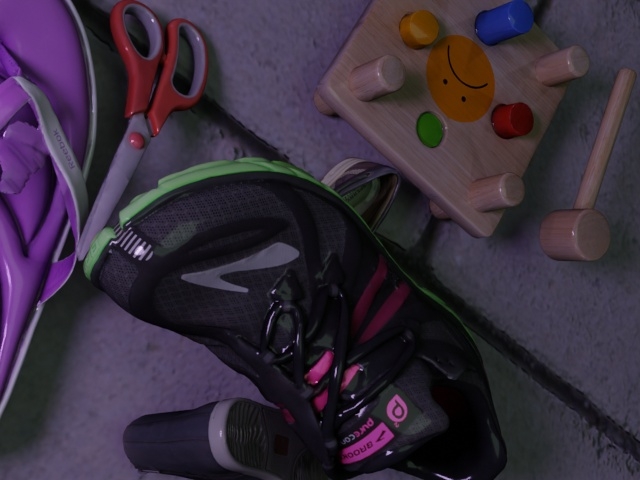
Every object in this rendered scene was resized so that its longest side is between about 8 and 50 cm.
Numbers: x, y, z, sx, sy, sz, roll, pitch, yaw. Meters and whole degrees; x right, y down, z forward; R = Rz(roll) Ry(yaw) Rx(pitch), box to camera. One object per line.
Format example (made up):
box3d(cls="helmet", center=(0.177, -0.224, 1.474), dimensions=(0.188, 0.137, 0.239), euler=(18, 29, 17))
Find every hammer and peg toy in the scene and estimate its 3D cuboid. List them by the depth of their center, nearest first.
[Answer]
box3d(cls="hammer and peg toy", center=(0.185, -0.146, 1.086), dimensions=(0.361, 0.127, 0.266), euler=(39, 66, -22))

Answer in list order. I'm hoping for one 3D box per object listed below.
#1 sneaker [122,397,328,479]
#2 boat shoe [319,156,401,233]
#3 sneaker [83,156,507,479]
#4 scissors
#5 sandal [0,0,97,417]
box3d(cls="sneaker", center=(-0.081, 0.199, 0.939), dimensions=(0.222, 0.118, 0.083), euler=(44, 45, -51))
box3d(cls="boat shoe", center=(0.001, 0.000, 0.994), dimensions=(0.080, 0.073, 0.223), euler=(49, 66, -22))
box3d(cls="sneaker", center=(0.018, 0.090, 0.862), dimensions=(0.482, 0.202, 0.185), euler=(30, 110, -37))
box3d(cls="scissors", center=(-0.151, -0.095, 0.876), dimensions=(0.109, 0.021, 0.297), euler=(28, 48, -37))
box3d(cls="sandal", center=(-0.251, -0.025, 0.790), dimensions=(0.169, 0.102, 0.416), euler=(14, 82, -44))
